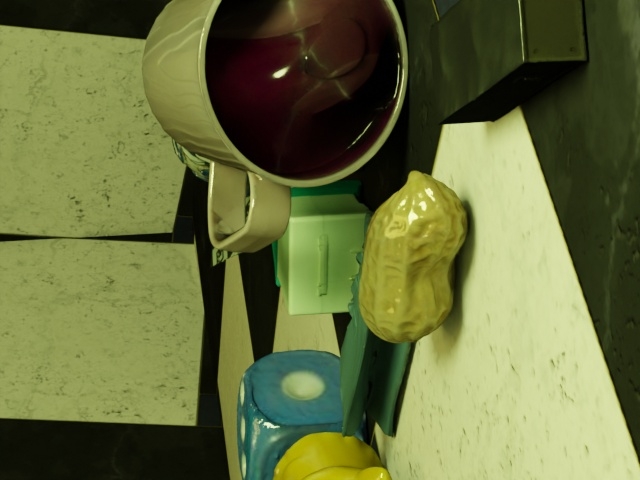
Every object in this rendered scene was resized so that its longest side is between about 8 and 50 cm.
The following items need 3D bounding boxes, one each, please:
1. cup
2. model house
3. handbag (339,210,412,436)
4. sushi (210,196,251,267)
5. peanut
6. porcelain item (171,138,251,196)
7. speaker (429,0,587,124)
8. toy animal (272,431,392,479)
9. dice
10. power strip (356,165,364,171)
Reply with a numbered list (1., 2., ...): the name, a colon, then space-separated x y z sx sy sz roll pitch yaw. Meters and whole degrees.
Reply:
1. cup: -0.045 -0.144 1.456 0.273 0.208 0.288 15 126 69
2. model house: 0.000 0.000 1.623 0.149 0.100 0.127 -118 27 -63
3. handbag: 0.053 0.090 1.493 0.221 0.057 0.144 97 170 -46
4. sushi: -0.073 -0.115 2.076 0.292 0.059 0.294 162 117 -65
5. peanut: 0.077 0.021 1.226 0.194 0.083 0.093 97 179 -52
6. porcelain item: -0.119 -0.209 1.987 0.186 0.138 0.288 43 121 53
7. speaker: 0.126 -0.139 1.006 0.218 0.044 0.082 146 120 -78
8. toy animal: 0.022 0.283 1.519 0.230 0.156 0.156 -151 58 -66
9. dice: -0.023 0.225 1.714 0.146 0.143 0.146 -106 19 -55
10. power strip: 0.033 -0.122 1.576 0.029 0.038 0.111 -105 14 -45
